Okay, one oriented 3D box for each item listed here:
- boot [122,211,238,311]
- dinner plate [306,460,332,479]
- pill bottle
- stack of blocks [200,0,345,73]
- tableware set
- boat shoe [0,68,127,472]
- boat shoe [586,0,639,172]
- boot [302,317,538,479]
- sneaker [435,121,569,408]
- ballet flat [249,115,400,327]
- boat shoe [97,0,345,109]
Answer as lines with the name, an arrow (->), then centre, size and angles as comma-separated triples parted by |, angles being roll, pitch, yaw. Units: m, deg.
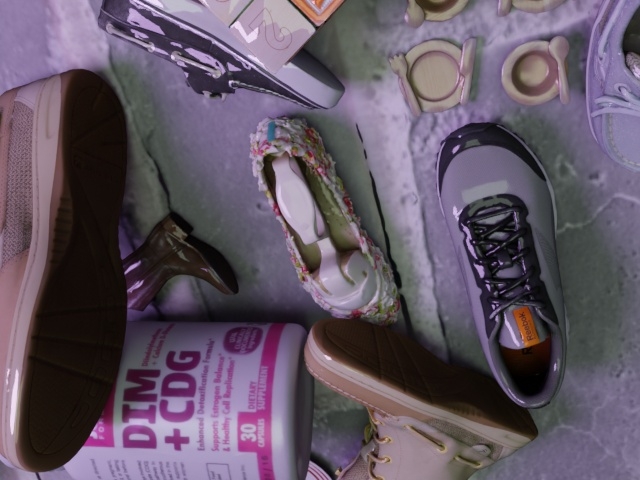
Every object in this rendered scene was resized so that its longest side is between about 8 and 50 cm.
boot -> -0.152, 0.044, 0.733 | 0.114, 0.037, 0.106 | -42, 89, 17
dinner plate -> -0.047, 0.293, 0.836 | 0.141, 0.017, 0.141 | 3, 113, 6
pill bottle -> -0.154, 0.158, 0.713 | 0.283, 0.160, 0.160 | 0, 112, 7
stack of blocks -> -0.098, -0.267, 0.525 | 0.297, 0.171, 0.087 | 43, 110, -11
tableware set -> 0.139, -0.179, 0.617 | 0.168, 0.020, 0.141 | -5, 112, 8
boat shoe -> -0.242, 0.021, 0.633 | 0.110, 0.121, 0.341 | -5, 71, 18
boat shoe -> 0.258, -0.153, 0.506 | 0.118, 0.103, 0.320 | 19, 148, 11
boot -> 0.057, 0.197, 0.727 | 0.262, 0.095, 0.203 | 25, 117, -26
sneaker -> 0.172, 0.025, 0.651 | 0.100, 0.108, 0.271 | -15, 109, 14
ballet flat -> 0.000, 0.000, 0.676 | 0.091, 0.077, 0.241 | -26, 108, 15
boat shoe -> -0.085, -0.159, 0.625 | 0.219, 0.078, 0.070 | 29, 112, 3
